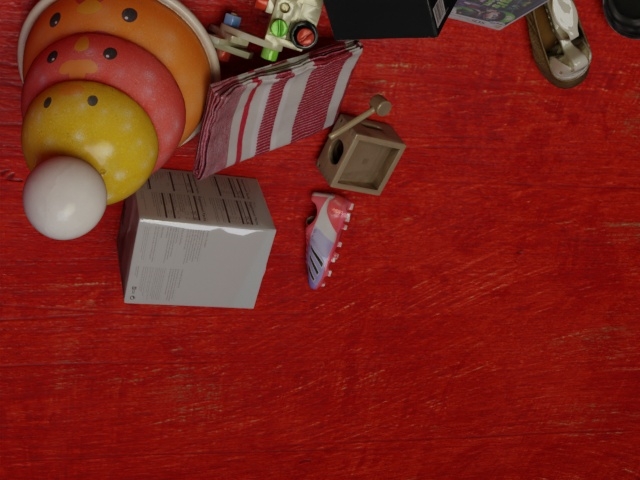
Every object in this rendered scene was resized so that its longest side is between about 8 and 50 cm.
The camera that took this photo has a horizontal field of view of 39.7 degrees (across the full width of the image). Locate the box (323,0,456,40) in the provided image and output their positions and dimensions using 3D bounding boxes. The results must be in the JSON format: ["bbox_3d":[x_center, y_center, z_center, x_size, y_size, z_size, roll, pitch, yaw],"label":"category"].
[{"bbox_3d":[0.139,-0.446,1.477,0.184,0.261,0.103,3,135,29],"label":"box"}]

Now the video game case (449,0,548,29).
[{"bbox_3d":[0.315,-0.447,1.641,0.173,0.190,0.022,7,79,-23],"label":"video game case"}]

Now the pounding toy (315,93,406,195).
[{"bbox_3d":[0.073,-0.210,1.769,0.181,0.094,0.206,8,123,-33],"label":"pounding toy"}]

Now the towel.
[{"bbox_3d":[-0.076,-0.238,1.622,0.329,0.037,0.237,-25,156,-30],"label":"towel"}]

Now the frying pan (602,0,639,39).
[{"bbox_3d":[0.590,-0.496,1.758,0.326,0.053,0.197,-3,123,-7],"label":"frying pan"}]

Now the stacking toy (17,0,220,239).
[{"bbox_3d":[-0.348,-0.171,1.395,0.351,0.480,0.350,0,129,0],"label":"stacking toy"}]

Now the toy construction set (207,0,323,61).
[{"bbox_3d":[-0.093,-0.436,1.504,0.215,0.151,0.327,15,121,-13],"label":"toy construction set"}]

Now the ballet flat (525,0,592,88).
[{"bbox_3d":[0.474,-0.409,1.739,0.116,0.124,0.342,-29,130,3],"label":"ballet flat"}]

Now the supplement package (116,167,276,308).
[{"bbox_3d":[-0.253,-0.005,1.759,0.263,0.198,0.199,5,124,-21],"label":"supplement package"}]

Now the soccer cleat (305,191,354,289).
[{"bbox_3d":[0.000,0.000,1.937,0.095,0.083,0.248,21,127,3],"label":"soccer cleat"}]
